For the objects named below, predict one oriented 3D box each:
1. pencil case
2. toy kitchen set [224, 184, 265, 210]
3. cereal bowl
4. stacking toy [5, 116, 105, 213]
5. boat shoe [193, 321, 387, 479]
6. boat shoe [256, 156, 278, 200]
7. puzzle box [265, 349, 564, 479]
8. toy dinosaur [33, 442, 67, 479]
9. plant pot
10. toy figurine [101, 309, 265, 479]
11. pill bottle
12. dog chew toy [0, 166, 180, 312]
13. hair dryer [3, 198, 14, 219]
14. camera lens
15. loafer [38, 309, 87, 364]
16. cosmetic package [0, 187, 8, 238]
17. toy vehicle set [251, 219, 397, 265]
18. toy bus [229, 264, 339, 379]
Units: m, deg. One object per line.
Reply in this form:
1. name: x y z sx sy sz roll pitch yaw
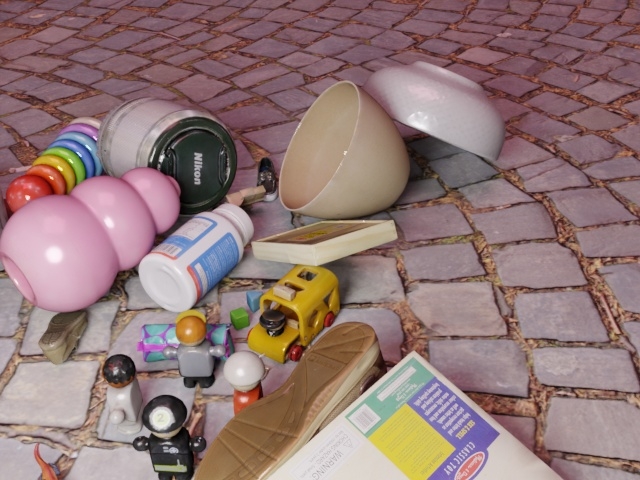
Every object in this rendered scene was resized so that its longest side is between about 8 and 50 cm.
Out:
1. pencil case: -0.219 0.168 1.317 0.152 0.064 0.070 -1 9 2
2. toy kitchen set: -0.149 -0.059 1.666 0.083 0.068 0.075 -18 66 -21
3. cereal bowl: 0.258 -0.300 1.761 0.339 0.141 0.339 23 9 -4
4. stacking toy: -0.555 -0.143 1.691 0.141 0.141 0.330 6 30 12
5. boat shoe: -0.026 0.266 1.119 0.123 0.123 0.342 15 50 45
6. boat shoe: -0.121 -0.137 1.770 0.049 0.040 0.142 -5 35 -4
7. puzzle box: 0.092 0.341 0.994 0.272 0.052 0.409 41 50 20
8. toy dinosaur: -0.373 0.333 1.093 0.047 0.090 0.082 -38 15 -20
9. plant pot: 0.070 -0.157 1.631 0.191 0.284 0.284 23 26 -26
10. toy figurine: -0.201 0.219 1.171 0.213 0.148 0.210 -27 42 -31
11. pill bottle: -0.219 0.024 1.474 0.124 0.124 0.221 17 39 25
12. dog chew toy: -0.390 -0.019 1.419 0.207 0.206 0.332 29 51 36
13. hair dryer: -0.692 0.005 1.596 0.294 0.080 0.223 4 53 17
14. camera lens: -0.320 -0.179 1.664 0.219 0.219 0.274 -25 31 -29
15. loafer: -0.435 0.162 1.355 0.056 0.050 0.148 -1 19 7
16. cosmetic package: -0.806 -0.011 1.397 0.454 0.161 0.230 -16 -7 -9
17. toy vehicle set: 0.000 0.000 1.458 0.166 0.035 0.267 -17 9 -25
18. toy bus: -0.054 0.119 1.344 0.191 0.104 0.202 -9 35 -9
